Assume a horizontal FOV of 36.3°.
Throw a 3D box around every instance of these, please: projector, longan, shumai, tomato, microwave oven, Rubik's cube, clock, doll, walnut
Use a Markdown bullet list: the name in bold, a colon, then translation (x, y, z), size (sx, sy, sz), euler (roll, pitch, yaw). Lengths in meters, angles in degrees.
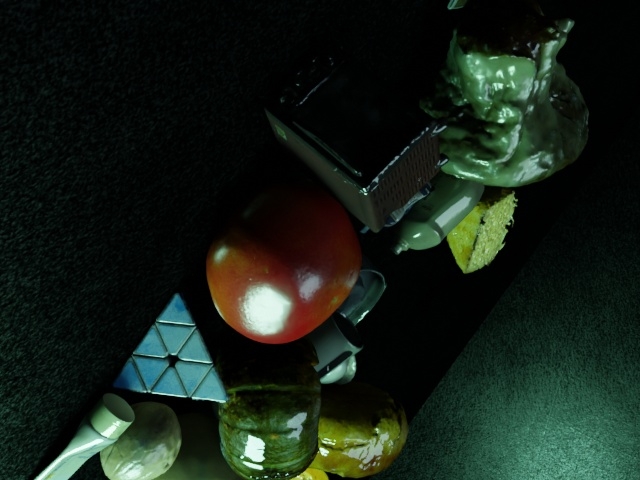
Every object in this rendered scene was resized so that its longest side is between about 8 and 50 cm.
- **projector**: translation (-0.071, 0.279, 2.035), size (0.337, 0.108, 0.108), euler (-38, 161, 13)
- **longan**: translation (-0.265, 0.476, 1.941), size (0.258, 0.258, 0.258), euler (-43, 156, -24)
- **shumai**: translation (0.372, -0.321, 1.911), size (0.397, 0.324, 0.323), euler (-39, 146, -36)
- **tomato**: translation (-0.059, 0.042, 1.700), size (0.299, 0.226, 0.298), euler (-39, 155, -22)
- **microwave oven**: translation (0.058, -0.171, 1.580), size (0.178, 0.247, 0.188), euler (-44, 156, -13)
- **Rubik's cube**: translation (-0.274, 0.176, 1.706), size (0.191, 0.211, 0.178), euler (-11, 116, -26)
- **clock**: translation (-0.008, 0.140, 2.060), size (0.313, 0.061, 0.312), euler (-26, 154, -14)
- **doll**: translation (-0.011, 0.320, 2.391), size (0.293, 0.119, 0.138), euler (-14, 152, -49)
- **walnut**: translation (-0.330, 0.371, 1.791), size (0.140, 0.140, 0.162), euler (71, 41, -65)

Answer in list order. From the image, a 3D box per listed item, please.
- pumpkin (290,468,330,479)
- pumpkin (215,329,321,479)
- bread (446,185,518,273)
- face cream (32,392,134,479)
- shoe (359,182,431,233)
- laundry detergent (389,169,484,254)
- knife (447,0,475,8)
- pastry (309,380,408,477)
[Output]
- **pumpkin**: translation (-0.147, 0.651, 2.399), size (0.325, 0.242, 0.232), euler (20, 144, -26)
- **pumpkin**: translation (-0.098, 0.301, 1.832), size (0.192, 0.320, 0.320), euler (-2, 142, -8)
- **bread**: translation (0.424, -0.051, 2.647), size (0.160, 0.147, 0.260), euler (-29, 146, -28)
- **face cream**: translation (-0.422, 0.369, 1.713), size (0.224, 0.070, 0.114), euler (-47, 160, 12)
- **shoe**: translation (0.161, -0.094, 2.143), size (0.207, 0.091, 0.106), euler (-44, -177, -33)
- **laundry detergent**: translation (0.243, -0.072, 2.210), size (0.253, 0.181, 0.091), euler (-49, 133, -11)
- **knife**: translation (0.255, -0.461, 1.816), size (0.343, 0.027, 0.061), euler (-26, 150, -53)
- **pastry**: translation (0.047, 0.455, 2.426), size (0.356, 0.356, 0.163), euler (-18, 122, -55)
